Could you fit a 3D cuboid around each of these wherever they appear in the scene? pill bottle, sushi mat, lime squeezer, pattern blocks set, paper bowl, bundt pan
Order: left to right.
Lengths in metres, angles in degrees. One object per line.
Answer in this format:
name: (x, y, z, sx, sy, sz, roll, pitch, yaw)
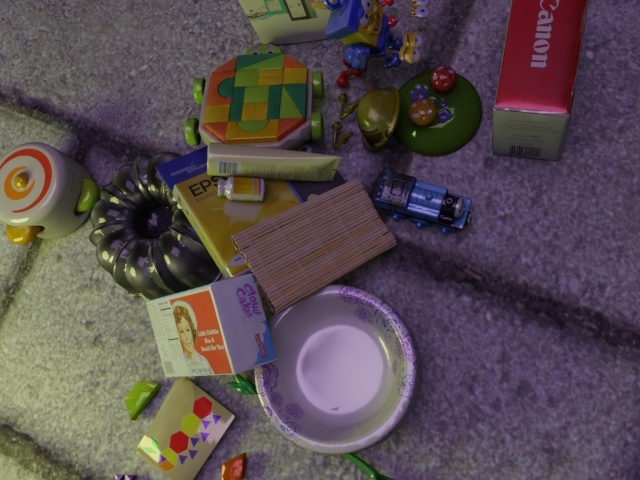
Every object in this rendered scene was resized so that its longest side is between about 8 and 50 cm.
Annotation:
bundt pan: (-0.330, -0.038, 1.340, 0.331, 0.124, 0.330, -3, 75, 13)
pattern blocks set: (-0.263, 0.375, 1.259, 0.285, 0.026, 0.325, 41, 88, 20)
pill bottle: (-0.145, -0.094, 1.189, 0.083, 0.043, 0.043, 3, 74, -11)
sushi mat: (0.000, 0.000, 1.154, 0.317, 0.019, 0.151, -28, 82, -38)
paper bowl: (0.037, 0.229, 1.158, 0.285, 0.148, 0.284, -4, 74, 13)
lime squeezer: (0.116, 0.462, 1.134, 0.110, 0.059, 0.310, -42, 68, 33)

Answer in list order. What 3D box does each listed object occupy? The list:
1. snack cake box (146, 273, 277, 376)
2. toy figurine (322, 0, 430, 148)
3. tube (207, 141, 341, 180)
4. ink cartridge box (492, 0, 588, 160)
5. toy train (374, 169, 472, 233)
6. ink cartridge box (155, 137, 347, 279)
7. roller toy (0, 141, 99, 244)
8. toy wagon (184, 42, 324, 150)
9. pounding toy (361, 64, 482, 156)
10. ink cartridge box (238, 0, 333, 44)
snack cake box: (-0.200, 0.154, 1.148, 0.264, 0.089, 0.152, -16, 88, 51)
toy figurine: (0.054, -0.379, 1.248, 0.191, 0.217, 0.362, 0, 70, 42)
tube: (-0.087, -0.142, 1.208, 0.240, 0.070, 0.062, 4, 108, -6)
ink cartridge box: (0.392, -0.338, 1.158, 0.130, 0.272, 0.309, 8, 77, 16)
toy train: (0.192, -0.070, 1.223, 0.184, 0.105, 0.080, 17, 80, 18)
ink cartridge box: (-0.114, -0.099, 1.261, 0.304, 0.072, 0.307, -27, 72, -23)
roller toy: (-0.610, -0.107, 1.417, 0.209, 0.146, 0.191, -39, 69, 2)
toy wagon: (-0.127, -0.301, 1.328, 0.268, 0.068, 0.344, -2, 55, 4)
pounding toy: (0.194, -0.268, 1.276, 0.237, 0.110, 0.182, -1, 75, 14)
ink cartridge box: (-0.064, -0.564, 1.338, 0.197, 0.270, 0.198, -4, 74, 12)
